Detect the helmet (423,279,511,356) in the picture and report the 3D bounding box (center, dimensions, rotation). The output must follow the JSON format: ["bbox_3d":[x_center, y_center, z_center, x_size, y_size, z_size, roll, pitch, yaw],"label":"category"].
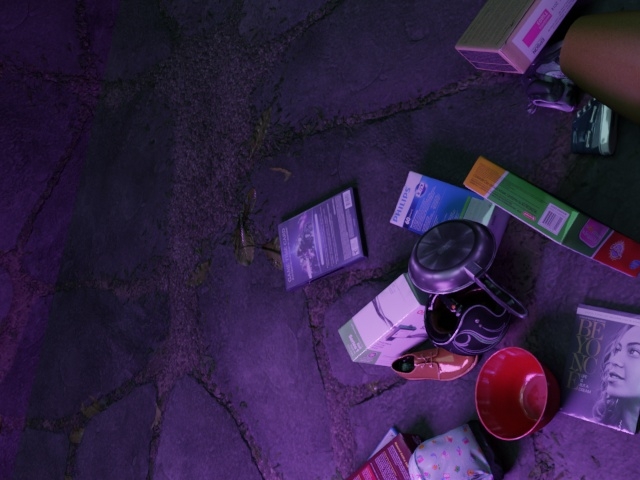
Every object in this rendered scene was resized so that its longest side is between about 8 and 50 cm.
[{"bbox_3d":[0.316,0.159,1.777,0.169,0.161,0.170,-20,66,55],"label":"helmet"}]

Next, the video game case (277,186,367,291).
[{"bbox_3d":[0.000,0.000,2.215,0.274,0.026,0.196,-26,62,37],"label":"video game case"}]

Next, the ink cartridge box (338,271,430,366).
[{"bbox_3d":[0.176,0.181,1.903,0.219,0.160,0.093,-44,54,27],"label":"ink cartridge box"}]

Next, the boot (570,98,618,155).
[{"bbox_3d":[0.561,-0.268,1.729,0.086,0.069,0.190,5,83,38],"label":"boot"}]

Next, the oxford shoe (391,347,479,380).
[{"bbox_3d":[0.250,0.271,1.869,0.212,0.076,0.076,-20,63,36],"label":"oxford shoe"}]

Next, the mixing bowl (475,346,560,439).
[{"bbox_3d":[0.407,0.307,1.684,0.181,0.098,0.182,-23,61,49],"label":"mixing bowl"}]

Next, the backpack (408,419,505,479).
[{"bbox_3d":[0.267,0.453,1.729,0.181,0.115,0.152,-20,52,-8],"label":"backpack"}]

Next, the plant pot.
[{"bbox_3d":[0.588,-0.334,1.580,0.254,0.237,0.237,28,98,35],"label":"plant pot"}]

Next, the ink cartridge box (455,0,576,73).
[{"bbox_3d":[0.427,-0.481,1.828,0.235,0.088,0.193,-53,26,0],"label":"ink cartridge box"}]

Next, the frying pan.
[{"bbox_3d":[0.280,0.067,1.730,0.197,0.053,0.326,-26,39,12],"label":"frying pan"}]

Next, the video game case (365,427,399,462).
[{"bbox_3d":[0.179,0.522,1.906,0.119,0.015,0.166,-57,48,15],"label":"video game case"}]

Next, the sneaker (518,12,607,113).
[{"bbox_3d":[0.533,-0.357,1.765,0.268,0.101,0.153,-20,66,44],"label":"sneaker"}]

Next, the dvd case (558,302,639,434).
[{"bbox_3d":[0.551,0.243,1.632,0.164,0.018,0.221,10,85,45],"label":"dvd case"}]

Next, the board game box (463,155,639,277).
[{"bbox_3d":[0.450,-0.042,1.599,0.242,0.316,0.064,39,105,42],"label":"board game box"}]

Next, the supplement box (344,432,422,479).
[{"bbox_3d":[0.144,0.546,1.869,0.239,0.073,0.130,-46,52,24],"label":"supplement box"}]

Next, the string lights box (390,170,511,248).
[{"bbox_3d":[0.292,-0.058,1.919,0.259,0.076,0.133,25,96,44],"label":"string lights box"}]
